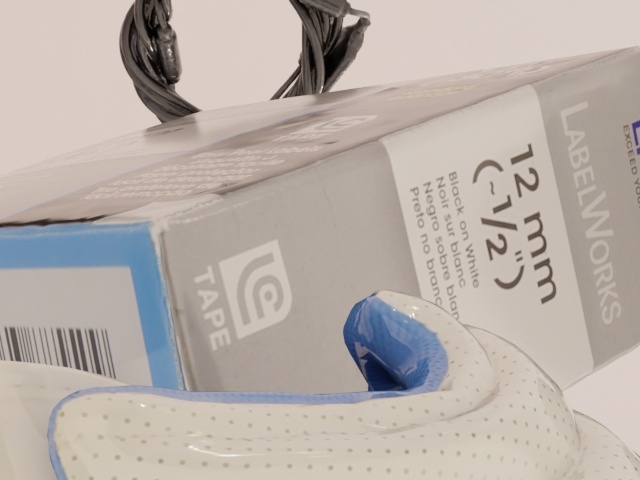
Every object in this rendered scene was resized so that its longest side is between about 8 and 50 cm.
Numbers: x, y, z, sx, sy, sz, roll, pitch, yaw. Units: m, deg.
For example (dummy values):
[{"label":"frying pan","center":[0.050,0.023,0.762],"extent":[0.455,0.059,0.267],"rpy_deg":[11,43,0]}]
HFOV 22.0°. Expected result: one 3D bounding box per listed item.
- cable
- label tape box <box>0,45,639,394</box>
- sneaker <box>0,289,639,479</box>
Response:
[{"label":"cable","center":[-0.064,-0.127,1.125],"extent":[0.151,0.047,0.184],"rpy_deg":[26,-49,-22]},{"label":"label tape box","center":[0.000,0.000,0.631],"extent":[0.348,0.249,0.115],"rpy_deg":[-24,-76,-42]},{"label":"sneaker","center":[-0.045,0.148,0.327],"extent":[0.323,0.130,0.236],"rpy_deg":[-31,-94,-22]}]
